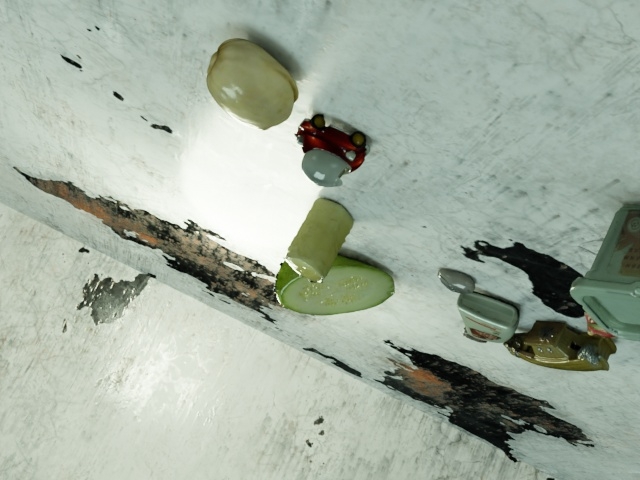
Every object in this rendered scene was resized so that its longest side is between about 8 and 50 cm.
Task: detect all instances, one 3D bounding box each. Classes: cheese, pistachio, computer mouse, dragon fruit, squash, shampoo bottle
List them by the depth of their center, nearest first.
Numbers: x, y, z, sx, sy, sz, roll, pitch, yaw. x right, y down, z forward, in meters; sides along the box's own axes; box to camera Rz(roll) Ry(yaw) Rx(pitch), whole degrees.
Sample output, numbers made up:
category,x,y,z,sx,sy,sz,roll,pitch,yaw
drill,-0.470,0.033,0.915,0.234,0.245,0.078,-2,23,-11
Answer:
category,x,y,z,sx,sy,sz,roll,pitch,yaw
pistachio,-0.113,-0.257,1.499,0.145,0.117,0.200,7,156,33
dragon fruit,0.591,0.157,1.787,0.116,0.081,0.086,8,145,45
cheese,0.000,0.000,1.995,0.094,0.167,0.123,12,155,42
computer mouse,0.315,0.099,2.059,0.096,0.039,0.066,15,160,31
shampoo bottle,0.406,0.208,2.189,0.153,0.071,0.284,19,161,12
squash,0.035,0.127,2.281,0.261,0.189,0.189,21,162,30

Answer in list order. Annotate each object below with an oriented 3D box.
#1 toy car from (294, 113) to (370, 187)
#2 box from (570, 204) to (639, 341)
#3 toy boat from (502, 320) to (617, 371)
category,x,y,z,sx,sy,sz,roll,pitch,yaw
toy car,0.009,-0.155,1.631,0.139,0.112,0.112,27,163,-8
box,0.567,0.050,1.344,0.312,0.182,0.175,4,152,48
toy boat,0.553,0.249,2.086,0.121,0.089,0.321,40,160,-23
